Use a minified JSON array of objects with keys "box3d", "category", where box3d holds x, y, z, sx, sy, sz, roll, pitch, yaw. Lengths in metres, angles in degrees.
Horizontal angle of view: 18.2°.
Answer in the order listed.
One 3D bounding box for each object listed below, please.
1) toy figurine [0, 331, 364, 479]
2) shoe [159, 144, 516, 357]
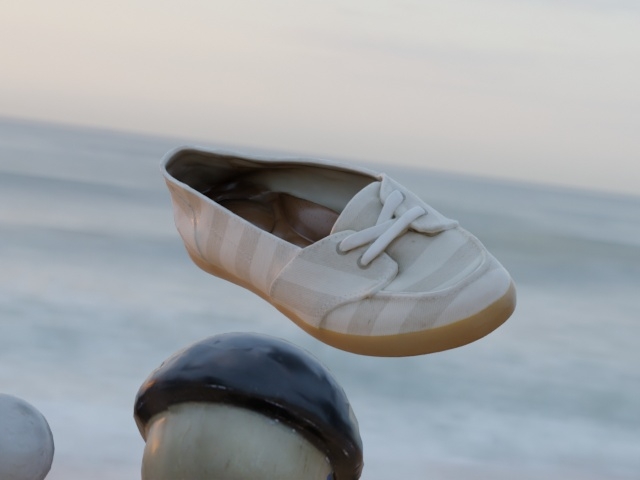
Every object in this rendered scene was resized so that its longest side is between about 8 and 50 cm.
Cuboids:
[{"box3d":[-0.118,0.059,0.470,0.213,0.148,0.209,-9,-40,36],"category":"toy figurine"},{"box3d":[0.000,0.000,0.953,0.219,0.058,0.076,18,51,44],"category":"shoe"}]
